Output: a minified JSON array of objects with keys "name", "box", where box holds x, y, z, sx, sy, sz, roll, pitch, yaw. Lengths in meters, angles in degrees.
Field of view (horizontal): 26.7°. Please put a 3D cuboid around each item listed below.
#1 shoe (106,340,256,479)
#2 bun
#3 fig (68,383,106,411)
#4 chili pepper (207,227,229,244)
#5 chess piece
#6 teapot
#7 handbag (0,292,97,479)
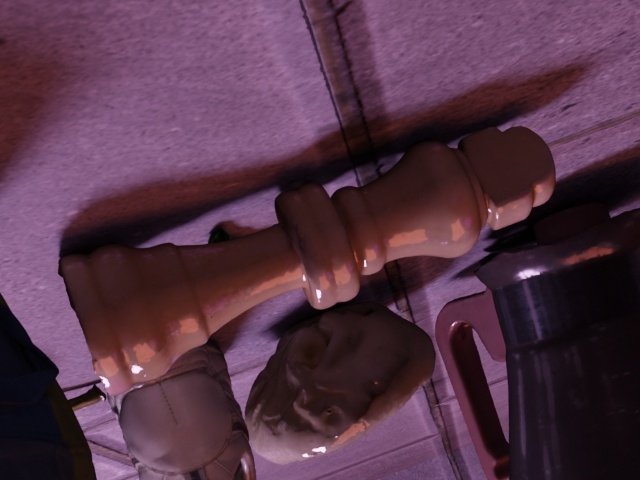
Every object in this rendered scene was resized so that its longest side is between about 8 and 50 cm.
[{"name":"shoe","box":[-0.137,0.205,1.366,0.132,0.210,0.342,-19,164,-6]},{"name":"bun","box":[0.011,0.148,1.490,0.231,0.133,0.231,-32,-175,3]},{"name":"fig","box":[-0.309,0.197,1.360,0.149,0.149,0.245,-29,-179,28]},{"name":"chili pepper","box":[-0.060,0.011,1.154,0.118,0.035,0.055,11,134,-44]},{"name":"chess piece","box":[0.000,0.000,1.059,0.397,0.117,0.117,-21,164,-7]},{"name":"teapot","box":[0.294,0.148,1.447,0.306,0.361,0.376,-11,173,-42]},{"name":"handbag","box":[-0.300,0.124,0.817,0.222,0.263,0.241,-42,156,18]}]
